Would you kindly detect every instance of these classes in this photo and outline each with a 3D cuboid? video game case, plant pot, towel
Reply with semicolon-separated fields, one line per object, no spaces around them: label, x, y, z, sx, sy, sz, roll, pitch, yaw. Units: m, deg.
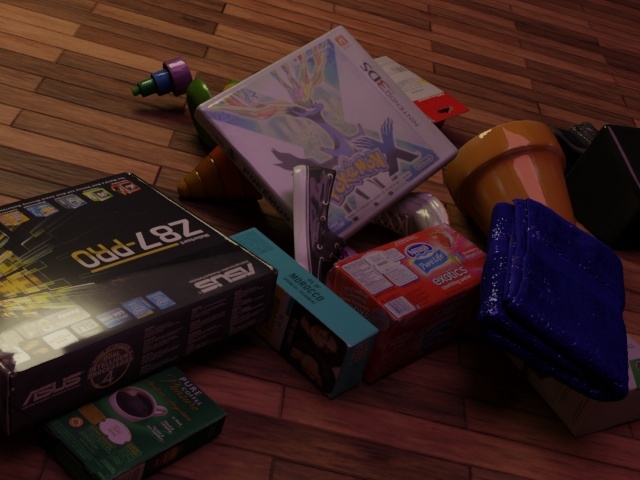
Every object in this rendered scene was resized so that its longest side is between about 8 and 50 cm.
video game case;0.017;-0.168;1.527;0.329;0.036;0.300;-36;80;-31
plant pot;0.339;-0.066;1.628;0.205;0.205;0.188;-1;53;-26
towel;0.334;0.067;1.337;0.227;0.076;0.308;29;35;-3
plant pot;0.584;-0.083;1.780;0.187;0.188;0.167;4;49;-21

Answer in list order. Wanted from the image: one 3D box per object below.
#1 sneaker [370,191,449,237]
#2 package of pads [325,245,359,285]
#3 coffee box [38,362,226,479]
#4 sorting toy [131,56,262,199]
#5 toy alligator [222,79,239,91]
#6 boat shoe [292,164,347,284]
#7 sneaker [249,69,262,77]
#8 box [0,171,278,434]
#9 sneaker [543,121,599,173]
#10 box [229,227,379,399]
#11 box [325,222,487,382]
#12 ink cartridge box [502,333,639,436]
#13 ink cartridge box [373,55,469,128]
sneaker;0.108;-0.047;1.580;0.121;0.099;0.262;-12;36;-26
package of pads;0.024;0.039;1.457;0.050;0.032;0.083;37;38;23
coffee box;-0.209;0.213;1.092;0.113;0.040;0.184;35;38;26
sorting toy;-0.225;-0.179;1.607;0.126;0.127;0.365;-23;50;-15
toy alligator;-0.151;-0.224;1.738;0.051;0.056;0.190;-30;48;9
boat shoe;0.000;0.000;1.375;0.076;0.080;0.229;-2;69;-1
sneaker;-0.080;-0.233;1.714;0.146;0.102;0.293;33;26;-2
box;-0.302;0.054;1.199;0.318;0.097;0.395;34;36;32
sneaker;0.501;-0.198;1.975;0.227;0.087;0.130;15;32;-10
box;-0.039;0.094;1.289;0.244;0.101;0.060;38;40;28
box;0.128;0.082;1.363;0.256;0.123;0.128;-19;51;-43
ink cartridge box;0.372;0.167;1.391;0.153;0.087;0.208;-6;42;-31
ink cartridge box;0.167;-0.277;1.931;0.231;0.078;0.134;38;39;26
